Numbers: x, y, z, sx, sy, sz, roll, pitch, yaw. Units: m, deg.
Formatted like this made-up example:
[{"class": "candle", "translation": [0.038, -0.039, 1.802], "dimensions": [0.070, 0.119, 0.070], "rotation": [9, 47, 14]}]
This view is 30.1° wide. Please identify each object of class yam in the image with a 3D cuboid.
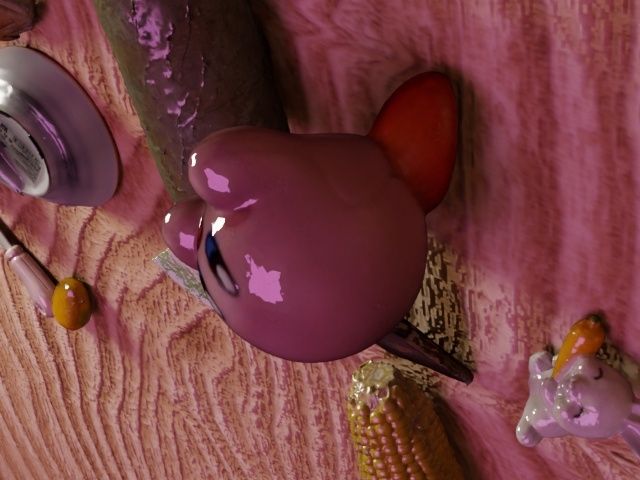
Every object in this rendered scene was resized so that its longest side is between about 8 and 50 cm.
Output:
[{"class": "yam", "translation": [-0.129, -0.176, 1.233], "dimensions": [0.161, 0.161, 0.268], "rotation": [18, 139, 41]}]

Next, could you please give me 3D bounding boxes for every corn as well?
[{"class": "corn", "translation": [0.118, 0.304, 1.491], "dimensions": [0.130, 0.130, 0.347], "rotation": [12, 131, 45]}]

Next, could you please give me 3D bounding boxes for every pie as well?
[{"class": "pie", "translation": [-0.462, -0.302, 1.512], "dimensions": [0.195, 0.046, 0.195], "rotation": [4, 167, 1]}]

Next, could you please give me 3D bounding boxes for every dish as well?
[{"class": "dish", "translation": [-0.406, -0.139, 1.670], "dimensions": [0.260, 0.085, 0.260], "rotation": [27, 140, 26]}]

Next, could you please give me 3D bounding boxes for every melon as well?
[{"class": "melon", "translation": [-0.104, 0.056, 1.590], "dimensions": [0.261, 0.053, 0.114], "rotation": [32, 128, 18]}]

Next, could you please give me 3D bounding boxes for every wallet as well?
[{"class": "wallet", "translation": [0.077, 0.101, 1.308], "dimensions": [0.122, 0.031, 0.232], "rotation": [18, 170, 36]}]

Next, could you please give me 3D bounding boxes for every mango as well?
[{"class": "mango", "translation": [-0.422, 0.106, 2.017], "dimensions": [0.079, 0.057, 0.114], "rotation": [49, 146, 18]}]

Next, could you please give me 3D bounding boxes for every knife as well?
[{"class": "knife", "translation": [-0.560, -0.006, 2.101], "dimensions": [0.336, 0.043, 0.081], "rotation": [54, 156, 2]}]

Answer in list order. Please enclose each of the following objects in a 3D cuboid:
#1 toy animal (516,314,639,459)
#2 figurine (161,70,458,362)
[{"class": "toy animal", "translation": [0.285, 0.153, 1.172], "dimensions": [0.127, 0.131, 0.181], "rotation": [24, 166, -23]}, {"class": "figurine", "translation": [0.008, 0.003, 1.113], "dimensions": [0.211, 0.261, 0.270], "rotation": [67, 152, 17]}]
